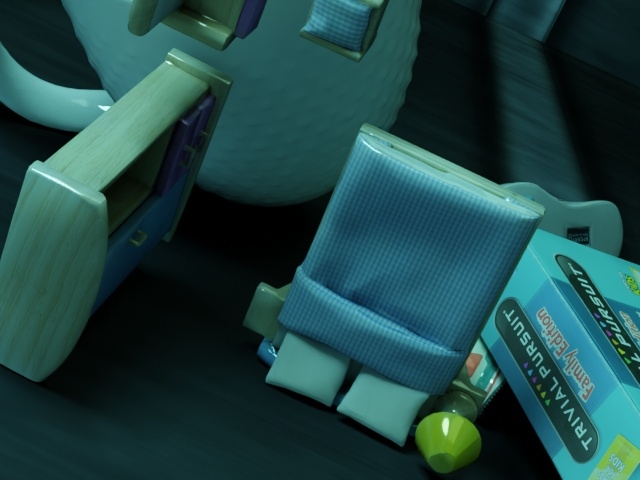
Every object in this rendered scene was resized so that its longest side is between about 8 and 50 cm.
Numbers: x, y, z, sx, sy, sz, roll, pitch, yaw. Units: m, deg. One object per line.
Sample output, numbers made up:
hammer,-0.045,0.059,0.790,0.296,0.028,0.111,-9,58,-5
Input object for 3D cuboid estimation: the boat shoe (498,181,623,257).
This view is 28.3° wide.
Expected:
boat shoe,0.206,-0.012,1.269,0.088,0.096,0.267,2,5,40

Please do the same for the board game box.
board game box,0.290,0.129,0.954,0.336,0.079,0.254,18,30,-31

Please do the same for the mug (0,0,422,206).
mug,-0.102,-0.178,1.029,0.374,0.328,0.276,-7,58,3

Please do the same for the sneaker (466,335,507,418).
sneaker,0.111,0.075,0.994,0.075,0.057,0.161,31,23,-1

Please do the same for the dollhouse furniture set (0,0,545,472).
dollhouse furniture set,0.000,0.000,0.756,0.303,0.286,0.198,27,33,3
